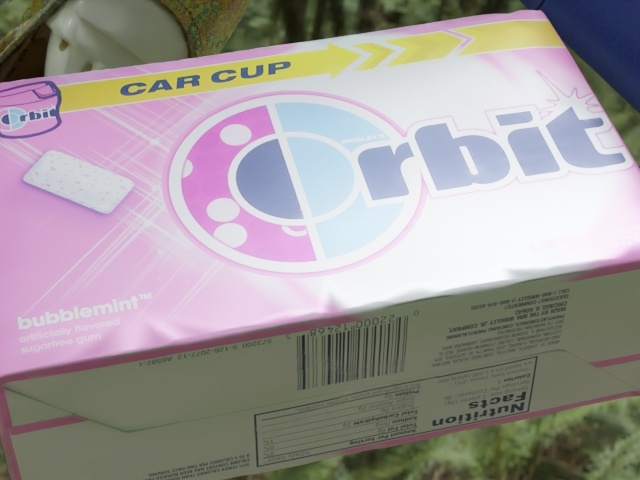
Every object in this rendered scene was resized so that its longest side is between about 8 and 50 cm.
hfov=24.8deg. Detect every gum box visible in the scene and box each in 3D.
[{"bbox_3d":[0.000,0.000,0.409,0.188,0.062,0.107,-10,48,-10],"label":"gum box"}]

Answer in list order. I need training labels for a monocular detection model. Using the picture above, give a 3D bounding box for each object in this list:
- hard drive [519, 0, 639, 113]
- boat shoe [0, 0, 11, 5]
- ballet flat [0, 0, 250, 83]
[{"bbox_3d":[0.258,-0.096,0.665,0.318,0.210,0.040,46,33,12],"label":"hard drive"},{"bbox_3d":[-0.267,-0.341,1.290,0.103,0.320,0.118,-2,45,-43],"label":"boat shoe"},{"bbox_3d":[-0.164,-0.091,0.929,0.123,0.348,0.123,32,40,-32],"label":"ballet flat"}]
